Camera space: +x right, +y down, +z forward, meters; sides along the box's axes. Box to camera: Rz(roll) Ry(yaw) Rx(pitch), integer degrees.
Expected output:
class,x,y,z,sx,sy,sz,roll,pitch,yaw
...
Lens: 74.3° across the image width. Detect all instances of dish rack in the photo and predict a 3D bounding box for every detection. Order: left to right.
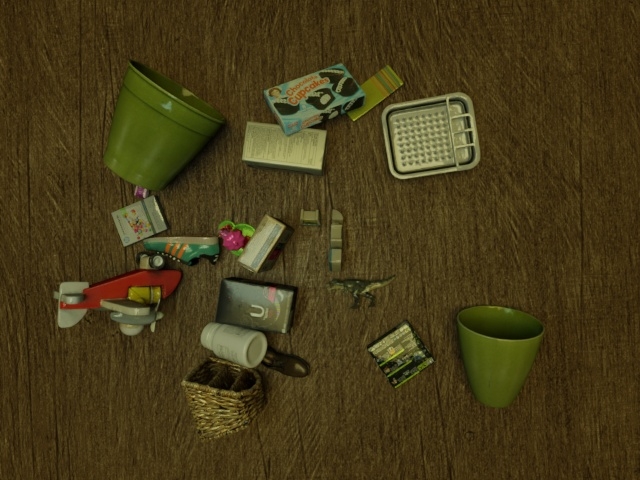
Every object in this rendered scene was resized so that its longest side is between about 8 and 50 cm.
class,x,y,z,sx,sy,sz,roll,pitch,yaw
dish rack,0.404,-0.381,1.572,0.333,0.072,0.285,-9,90,3

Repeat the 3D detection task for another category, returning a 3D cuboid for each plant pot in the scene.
class,x,y,z,sx,sy,sz,roll,pitch,yaw
plant pot,-0.589,-0.383,1.521,0.366,0.366,0.353,36,104,3
plant pot,0.611,0.417,1.474,0.275,0.275,0.293,0,104,4

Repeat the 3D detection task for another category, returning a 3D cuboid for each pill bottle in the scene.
class,x,y,z,sx,sy,sz,roll,pitch,yaw
pill bottle,-0.321,0.373,1.545,0.229,0.131,0.131,8,90,31

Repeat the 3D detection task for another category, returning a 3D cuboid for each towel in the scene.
class,x,y,z,sx,sy,sz,roll,pitch,yaw
towel,0.193,-0.562,1.614,0.237,0.021,0.102,-37,82,3

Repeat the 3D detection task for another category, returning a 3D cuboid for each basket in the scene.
class,x,y,z,sx,sy,sz,roll,pitch,yaw
basket,-0.319,0.520,1.490,0.214,0.299,0.223,-20,88,3

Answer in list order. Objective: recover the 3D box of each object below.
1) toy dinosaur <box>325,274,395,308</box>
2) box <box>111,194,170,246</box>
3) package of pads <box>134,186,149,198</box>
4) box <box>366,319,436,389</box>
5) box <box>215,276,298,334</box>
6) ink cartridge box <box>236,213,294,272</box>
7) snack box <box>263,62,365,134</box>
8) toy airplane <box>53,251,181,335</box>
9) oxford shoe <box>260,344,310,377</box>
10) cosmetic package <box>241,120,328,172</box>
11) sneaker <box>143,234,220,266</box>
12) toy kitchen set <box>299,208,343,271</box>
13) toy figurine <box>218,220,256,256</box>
class,x,y,z,sx,sy,sz,roll,pitch,yaw
toy dinosaur,0.155,0.195,1.587,0.268,0.064,0.118,-4,82,0
box,-0.703,-0.076,1.654,0.186,0.038,0.145,-22,88,4
package of pads,-0.696,-0.209,1.657,0.050,0.032,0.083,13,90,6
box,0.301,0.426,1.582,0.191,0.045,0.184,-36,90,2
box,-0.232,0.236,1.567,0.271,0.143,0.165,8,89,4
ink cartridge box,-0.189,0.013,1.521,0.088,0.235,0.193,31,92,4
snack box,-0.022,-0.519,1.538,0.322,0.060,0.187,-24,65,-11
toy airplane,-0.713,0.221,1.485,0.385,0.386,0.272,-11,104,1
oxford shoe,-0.150,0.465,1.584,0.227,0.096,0.082,19,89,2
cosmetic package,-0.127,-0.339,1.576,0.296,0.129,0.153,9,88,4
sneaker,-0.532,0.041,1.607,0.302,0.108,0.121,1,96,10
toy kitchen set,0.000,0.000,1.588,0.166,0.122,0.207,2,69,4
toy figurine,-0.326,-0.016,1.568,0.173,0.159,0.130,35,91,4
